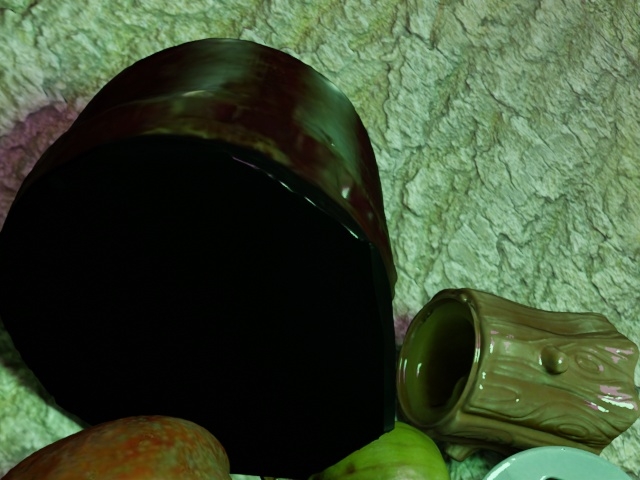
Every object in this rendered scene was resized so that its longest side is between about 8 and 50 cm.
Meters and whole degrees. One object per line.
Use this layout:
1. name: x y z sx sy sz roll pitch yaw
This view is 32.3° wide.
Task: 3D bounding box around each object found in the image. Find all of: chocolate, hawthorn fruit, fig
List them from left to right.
1. hawthorn fruit: -0.189 0.251 0.884 0.262 0.210 0.211 -10 67 -28
2. chocolate: -0.084 -0.014 1.055 0.383 0.383 0.331 39 36 -12
3. fig: 0.042 0.265 1.129 0.186 0.148 0.142 -16 85 -7

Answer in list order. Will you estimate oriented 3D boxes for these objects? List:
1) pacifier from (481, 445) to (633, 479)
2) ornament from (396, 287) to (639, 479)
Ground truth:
1. pacifier: 0.253 0.350 1.137 0.244 0.233 0.299 17 69 17
2. ornament: 0.218 0.167 1.305 0.217 0.221 0.235 17 10 -27
